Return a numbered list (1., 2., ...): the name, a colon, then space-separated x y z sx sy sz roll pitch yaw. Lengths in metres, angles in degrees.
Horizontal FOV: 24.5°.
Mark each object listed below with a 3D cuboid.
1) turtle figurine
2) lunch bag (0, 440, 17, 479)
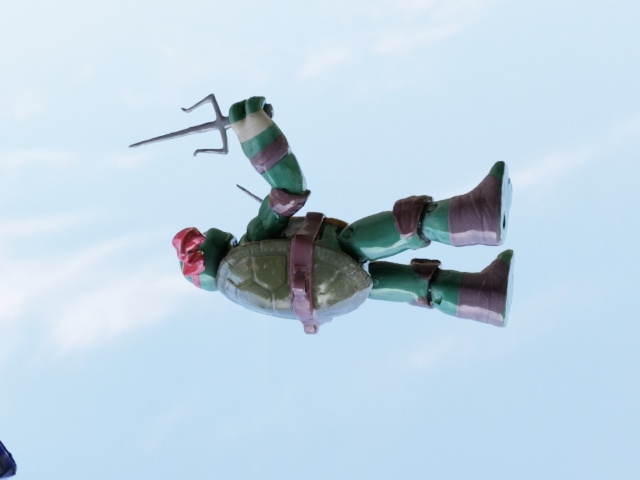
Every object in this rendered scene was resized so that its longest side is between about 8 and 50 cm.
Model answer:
1. turtle figurine: 0.000 0.000 0.914 0.234 0.175 0.118 4 -116 12
2. lunch bag: -0.316 0.155 1.073 0.129 0.151 0.096 -22 -132 24
